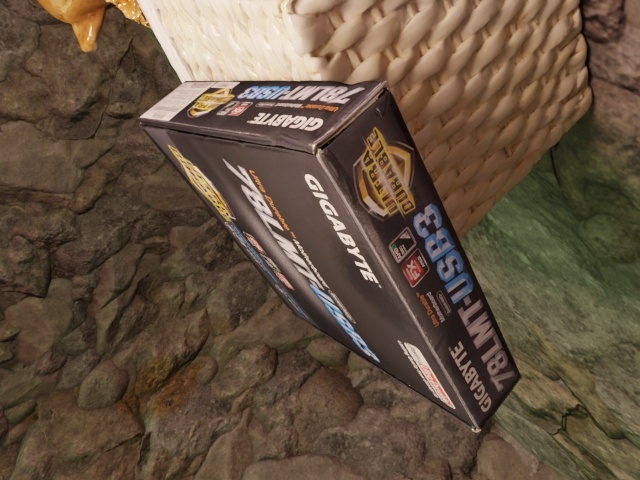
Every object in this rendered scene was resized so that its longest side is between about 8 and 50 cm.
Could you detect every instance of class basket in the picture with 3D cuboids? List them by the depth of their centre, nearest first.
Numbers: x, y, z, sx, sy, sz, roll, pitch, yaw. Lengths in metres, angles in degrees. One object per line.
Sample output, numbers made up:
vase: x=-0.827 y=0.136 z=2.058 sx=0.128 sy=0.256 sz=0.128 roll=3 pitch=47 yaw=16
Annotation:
basket: x=0.066 y=-0.190 z=0.577 sx=0.266 sy=0.331 sz=0.328 roll=29 pitch=156 yaw=47

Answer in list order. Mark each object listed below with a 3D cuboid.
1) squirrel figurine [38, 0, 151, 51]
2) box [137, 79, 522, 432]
squirrel figurine: x=-0.215 y=-0.404 z=0.690 sx=0.281 sy=0.370 sz=0.397 roll=58 pitch=-179 yaw=-37
box: x=0.000 y=0.000 z=0.495 sx=0.293 sy=0.073 sz=0.296 roll=24 pitch=154 yaw=52
